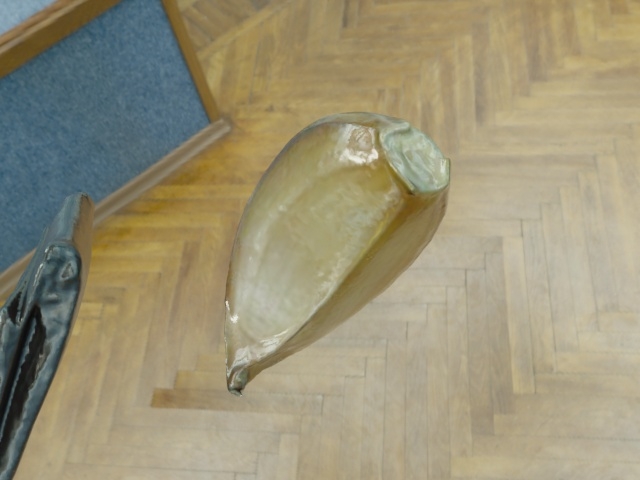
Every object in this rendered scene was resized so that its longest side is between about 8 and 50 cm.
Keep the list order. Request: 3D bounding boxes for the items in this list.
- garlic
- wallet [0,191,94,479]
[{"bbox_3d":[0.008,0.005,0.498,0.207,0.115,0.128,-55,47,14],"label":"garlic"},{"bbox_3d":[-0.225,0.058,0.561,0.049,0.229,0.182,19,99,-20],"label":"wallet"}]
